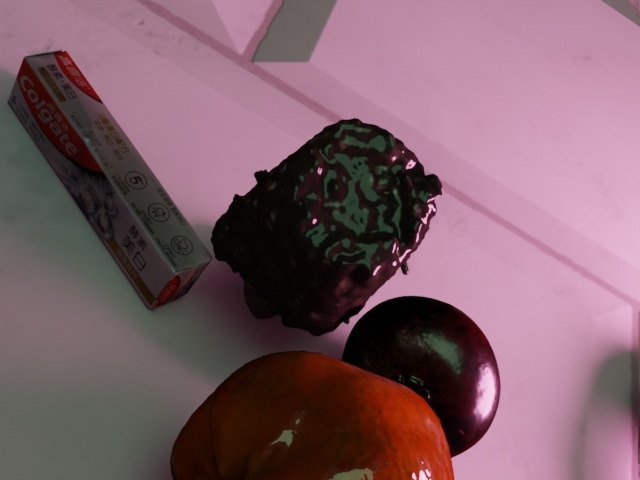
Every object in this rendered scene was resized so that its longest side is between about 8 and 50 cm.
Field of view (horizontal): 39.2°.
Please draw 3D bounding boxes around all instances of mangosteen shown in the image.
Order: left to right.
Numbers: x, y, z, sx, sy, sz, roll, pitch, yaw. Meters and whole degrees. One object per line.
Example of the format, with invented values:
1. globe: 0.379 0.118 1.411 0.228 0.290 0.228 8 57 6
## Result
1. mangosteen: 0.081 0.103 0.708 0.140 0.140 0.140 18 48 -22

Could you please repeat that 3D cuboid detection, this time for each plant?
1. plant: 0.000 0.000 0.679 0.142 0.203 0.131 46 58 -6

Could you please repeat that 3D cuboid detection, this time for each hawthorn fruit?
1. hawthorn fruit: 0.001 0.158 0.567 0.189 0.189 0.189 18 48 -22

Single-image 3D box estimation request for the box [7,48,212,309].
1. box: -0.167 -0.050 0.699 0.039 0.055 0.218 -24 73 -45
